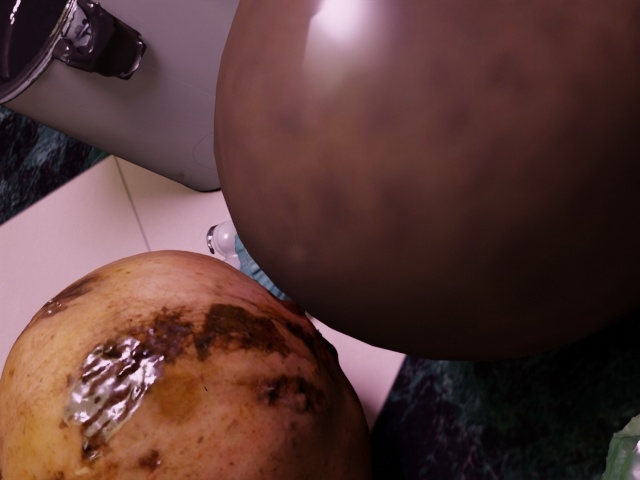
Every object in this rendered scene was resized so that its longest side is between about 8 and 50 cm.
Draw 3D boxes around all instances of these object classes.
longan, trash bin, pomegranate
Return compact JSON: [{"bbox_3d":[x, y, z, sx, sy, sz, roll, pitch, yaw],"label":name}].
[{"bbox_3d":[0.119,-0.095,1.306,0.404,0.404,0.336,-56,38,15],"label":"longan"},{"bbox_3d":[-0.182,-0.189,1.828,0.217,0.262,0.277,-60,36,9],"label":"trash bin"},{"bbox_3d":[-0.108,0.157,1.499,0.322,0.322,0.322,-28,50,40],"label":"pomegranate"}]

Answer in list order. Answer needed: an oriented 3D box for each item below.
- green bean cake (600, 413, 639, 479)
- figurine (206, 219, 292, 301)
[{"bbox_3d":[0.303,0.164,1.017,0.308,0.169,0.300,13,77,33],"label":"green bean cake"},{"bbox_3d":[0.000,0.000,1.632,0.245,0.110,0.138,-23,64,47],"label":"figurine"}]
